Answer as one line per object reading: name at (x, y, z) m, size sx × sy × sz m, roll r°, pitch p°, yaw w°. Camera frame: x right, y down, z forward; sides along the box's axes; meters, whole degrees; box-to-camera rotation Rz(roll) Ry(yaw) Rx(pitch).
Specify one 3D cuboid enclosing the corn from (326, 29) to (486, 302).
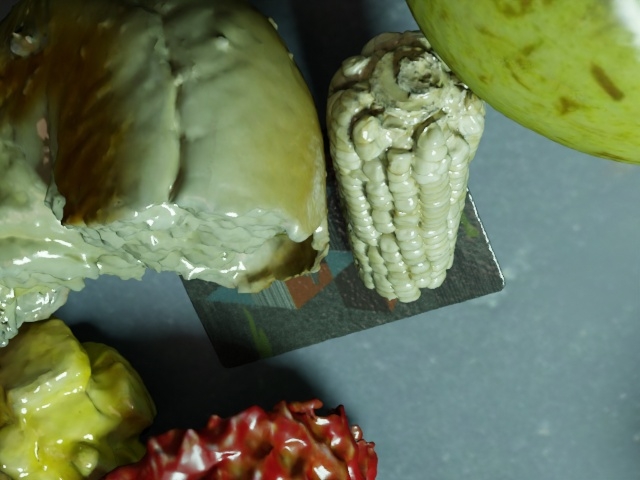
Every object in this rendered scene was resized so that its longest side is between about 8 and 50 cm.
corn at (0.048, -0.040, 0.729) m, size 0.087 × 0.087 × 0.211 m, roll 11°, pitch 157°, yaw 9°

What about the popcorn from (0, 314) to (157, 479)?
popcorn at (-0.185, 0.132, 0.864) m, size 0.148 × 0.152 × 0.167 m, roll 37°, pitch 120°, yaw 27°

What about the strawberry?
strawberry at (-0.047, 0.234, 0.817) m, size 0.234 × 0.178 × 0.234 m, roll -12°, pitch 136°, yaw -12°

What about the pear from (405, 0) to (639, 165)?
pear at (0.166, -0.170, 0.585) m, size 0.283 × 0.283 × 0.283 m, roll 5°, pitch 113°, yaw 11°

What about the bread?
bread at (-0.119, -0.057, 0.744) m, size 0.314 × 0.171 × 0.192 m, roll -19°, pitch 67°, yaw 42°

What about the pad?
pad at (0.000, 0.000, 0.834) m, size 0.211 × 0.003 × 0.143 m, roll -18°, pitch 107°, yaw 19°
